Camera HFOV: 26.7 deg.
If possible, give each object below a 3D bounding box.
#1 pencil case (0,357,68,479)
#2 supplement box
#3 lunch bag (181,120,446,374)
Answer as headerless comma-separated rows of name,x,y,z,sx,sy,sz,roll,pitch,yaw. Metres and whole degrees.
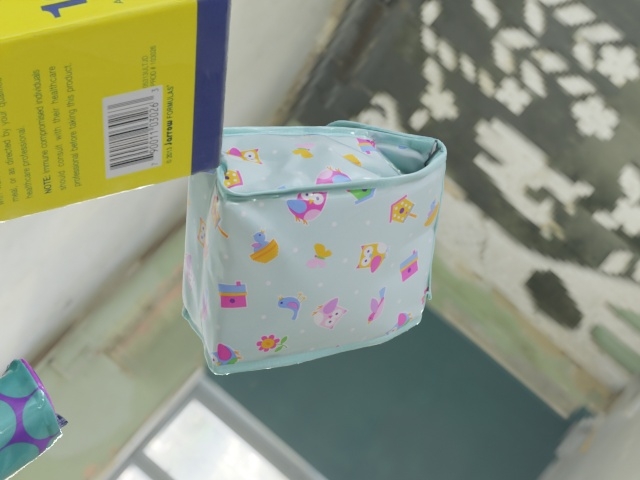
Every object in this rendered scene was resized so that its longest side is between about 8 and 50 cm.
pencil case,-0.253,0.150,0.941,0.152,0.064,0.070,-36,-147,-16
supplement box,-0.262,-0.137,0.941,0.357,0.194,0.195,-16,148,-17
lunch bag,0.000,0.000,1.388,0.262,0.160,0.223,-6,121,-20
